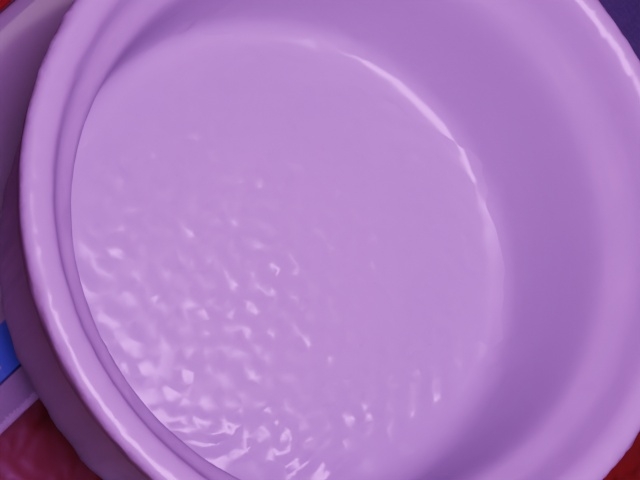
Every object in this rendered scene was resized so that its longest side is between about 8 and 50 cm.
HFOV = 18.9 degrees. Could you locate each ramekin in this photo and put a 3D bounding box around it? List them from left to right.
[{"bbox_3d":[0.000,0.000,0.792,0.277,0.135,0.277,5,76,-20],"label":"ramekin"}]

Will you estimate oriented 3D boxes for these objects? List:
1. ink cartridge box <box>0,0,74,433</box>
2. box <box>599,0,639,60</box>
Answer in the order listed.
[{"bbox_3d":[-0.162,-0.077,0.859,0.296,0.066,0.261,-45,103,-17],"label":"ink cartridge box"},{"bbox_3d":[0.154,-0.188,0.984,0.183,0.059,0.233,-43,101,-16],"label":"box"}]
